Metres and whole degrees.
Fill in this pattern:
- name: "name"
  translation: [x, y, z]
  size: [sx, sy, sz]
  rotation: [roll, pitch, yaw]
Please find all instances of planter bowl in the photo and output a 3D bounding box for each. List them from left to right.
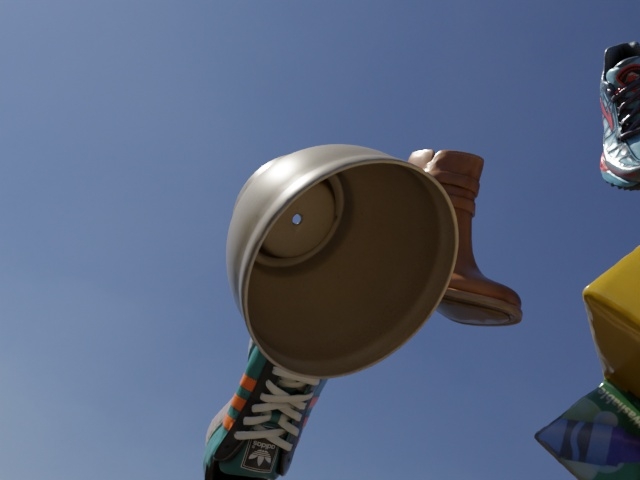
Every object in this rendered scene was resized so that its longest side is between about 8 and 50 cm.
- name: "planter bowl"
  translation: [0.000, 0.000, 0.543]
  size: [0.162, 0.162, 0.109]
  rotation: [48, -3, -40]

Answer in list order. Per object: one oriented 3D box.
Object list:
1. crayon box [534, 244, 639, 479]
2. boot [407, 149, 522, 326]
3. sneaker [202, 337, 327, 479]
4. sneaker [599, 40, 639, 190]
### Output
- name: "crayon box"
  translation: [0.276, 0.033, 0.341]
  size: [0.203, 0.323, 0.083]
  rotation: [44, -13, 51]
- name: "boot"
  translation: [0.123, -0.011, 0.715]
  size: [0.197, 0.152, 0.073]
  rotation: [19, -17, 40]
- name: "sneaker"
  translation: [-0.056, 0.204, 0.880]
  size: [0.108, 0.121, 0.302]
  rotation: [19, -57, -15]
- name: "sneaker"
  translation: [0.395, -0.166, 0.976]
  size: [0.104, 0.262, 0.125]
  rotation: [-14, -56, 20]
